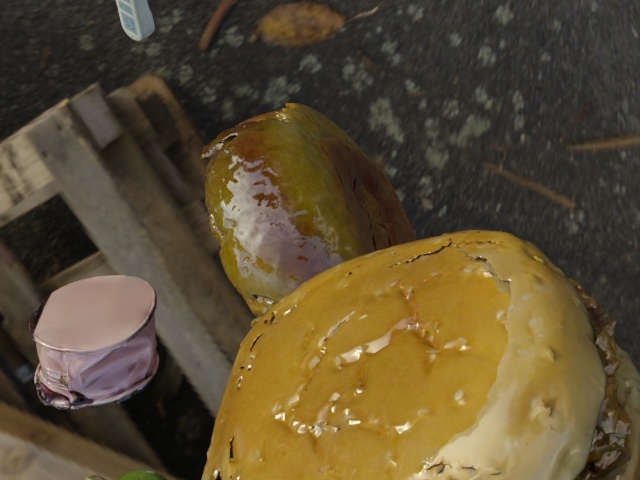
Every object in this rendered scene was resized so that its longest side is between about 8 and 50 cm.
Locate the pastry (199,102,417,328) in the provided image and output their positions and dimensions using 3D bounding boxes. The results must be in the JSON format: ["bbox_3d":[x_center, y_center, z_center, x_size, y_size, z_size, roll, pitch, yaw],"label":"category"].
[{"bbox_3d":[0.000,0.000,1.431,0.163,0.356,0.356,-30,100,20],"label":"pastry"}]

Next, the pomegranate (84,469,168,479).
[{"bbox_3d":[-0.152,0.214,0.967,0.084,0.073,0.073,17,112,-10],"label":"pomegranate"}]

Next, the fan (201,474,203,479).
[{"bbox_3d":[-0.098,0.330,1.391,0.039,0.082,0.155,-20,71,5],"label":"fan"}]

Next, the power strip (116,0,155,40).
[{"bbox_3d":[-0.267,-0.353,1.701,0.047,0.030,0.191,34,151,28],"label":"power strip"}]

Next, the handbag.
[{"bbox_3d":[-0.304,0.138,1.645,0.179,0.205,0.116,-4,117,3],"label":"handbag"}]

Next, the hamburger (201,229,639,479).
[{"bbox_3d":[0.045,0.090,0.560,0.213,0.214,0.108,-30,124,19],"label":"hamburger"}]
